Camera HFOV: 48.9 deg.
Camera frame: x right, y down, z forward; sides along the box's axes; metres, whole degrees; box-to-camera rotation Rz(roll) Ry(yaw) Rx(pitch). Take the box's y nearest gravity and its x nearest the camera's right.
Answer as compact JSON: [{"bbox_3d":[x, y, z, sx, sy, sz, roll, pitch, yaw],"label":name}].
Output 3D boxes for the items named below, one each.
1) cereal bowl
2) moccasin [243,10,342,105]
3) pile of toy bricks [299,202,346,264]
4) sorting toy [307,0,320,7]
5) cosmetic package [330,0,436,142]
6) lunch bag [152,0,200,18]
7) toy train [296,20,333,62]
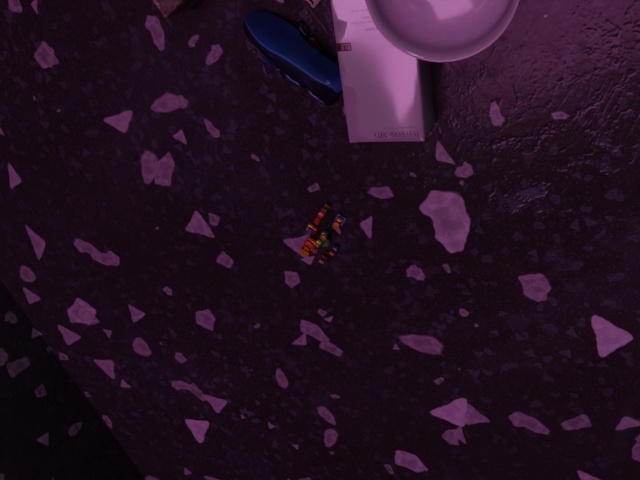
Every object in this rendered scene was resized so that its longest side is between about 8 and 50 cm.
[{"bbox_3d":[0.268,-0.573,1.531,0.339,0.141,0.338,9,129,11],"label":"cereal bowl"},{"bbox_3d":[-0.087,-0.480,1.899,0.342,0.138,0.116,46,152,16],"label":"moccasin"},{"bbox_3d":[0.000,0.000,2.181,0.118,0.105,0.212,32,126,3],"label":"pile of toy bricks"},{"bbox_3d":[-0.023,-0.655,1.852,0.083,0.045,0.075,37,133,1],"label":"sorting toy"},{"bbox_3d":[0.168,-0.454,1.813,0.217,0.156,0.384,0,117,21],"label":"cosmetic package"},{"bbox_3d":[-0.395,-0.783,1.863,0.235,0.169,0.287,-32,97,34],"label":"lunch bag"},{"bbox_3d":[-0.015,-0.528,1.922,0.027,0.036,0.158,-29,104,33],"label":"toy train"}]
